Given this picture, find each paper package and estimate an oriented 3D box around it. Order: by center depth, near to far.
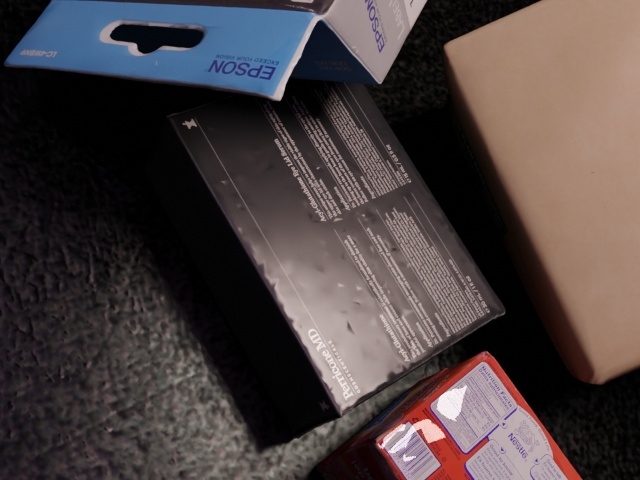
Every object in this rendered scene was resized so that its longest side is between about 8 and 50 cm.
[{"bbox_3d":[0.304,-0.069,0.730,0.309,0.168,0.325,-22,77,5],"label":"paper package"}]

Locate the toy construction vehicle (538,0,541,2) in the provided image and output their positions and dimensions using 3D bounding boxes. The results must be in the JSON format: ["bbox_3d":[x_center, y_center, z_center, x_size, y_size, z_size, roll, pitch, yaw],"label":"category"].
[{"bbox_3d":[0.270,-0.234,0.923,0.098,0.035,0.086,24,76,-12],"label":"toy construction vehicle"}]

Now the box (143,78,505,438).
[{"bbox_3d":[0.000,0.000,0.678,0.184,0.103,0.261,-24,79,-33],"label":"box"}]

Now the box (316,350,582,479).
[{"bbox_3d":[0.132,0.233,0.618,0.128,0.122,0.257,-32,83,-30],"label":"box"}]

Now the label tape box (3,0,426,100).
[{"bbox_3d":[-0.051,-0.215,0.675,0.249,0.115,0.348,10,57,27],"label":"label tape box"}]
